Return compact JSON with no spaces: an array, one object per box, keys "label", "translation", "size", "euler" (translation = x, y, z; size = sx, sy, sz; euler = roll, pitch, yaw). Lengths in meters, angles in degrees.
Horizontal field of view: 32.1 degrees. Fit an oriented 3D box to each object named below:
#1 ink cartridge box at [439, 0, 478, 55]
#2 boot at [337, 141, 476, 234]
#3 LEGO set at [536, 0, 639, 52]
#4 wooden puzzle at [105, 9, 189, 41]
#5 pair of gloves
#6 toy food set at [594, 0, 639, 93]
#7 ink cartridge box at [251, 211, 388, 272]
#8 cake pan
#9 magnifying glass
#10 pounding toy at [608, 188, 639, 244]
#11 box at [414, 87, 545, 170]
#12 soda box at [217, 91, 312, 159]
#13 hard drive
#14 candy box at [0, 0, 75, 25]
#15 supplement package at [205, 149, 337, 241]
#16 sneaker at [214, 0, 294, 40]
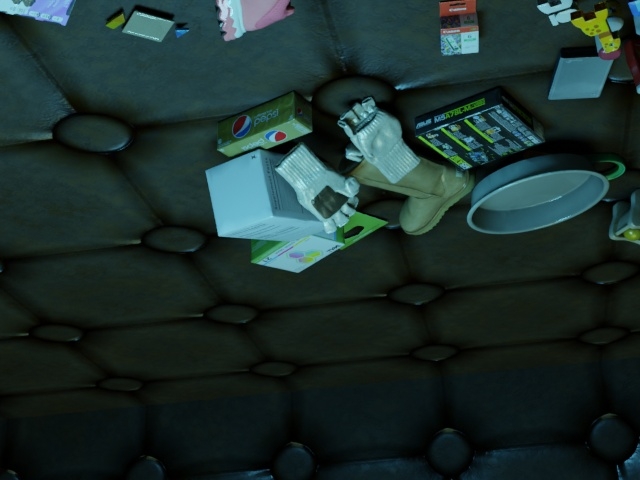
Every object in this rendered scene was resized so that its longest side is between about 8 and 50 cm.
[{"label":"ink cartridge box","translation":[0.226,-0.347,1.816],"size":[0.062,0.029,0.115],"euler":[-5,156,6]},{"label":"boot","translation":[0.146,-0.116,2.257],"size":[0.269,0.089,0.236],"euler":[12,139,-32]},{"label":"LEGO set","translation":[0.463,-0.353,1.737],"size":[0.227,0.087,0.093],"euler":[-13,141,25]},{"label":"wooden puzzle","translation":[-0.278,-0.346,1.788],"size":[0.116,0.014,0.078],"euler":[15,155,-33]},{"label":"pair of gloves","translation":[0.058,-0.140,2.078],"size":[0.240,0.042,0.204],"euler":[-36,130,2]},{"label":"toy food set","translation":[0.547,-0.309,1.840],"size":[0.232,0.105,0.111],"euler":[10,153,-25]},{"label":"ink cartridge box","translation":[0.000,0.000,2.475],"size":[0.255,0.097,0.189],"euler":[15,150,-32]},{"label":"cake pan","translation":[0.436,-0.096,2.264],"size":[0.293,0.054,0.293],"euler":[-10,159,-4]},{"label":"magnifying glass","translation":[0.518,-0.156,2.271],"size":[0.231,0.026,0.092],"euler":[8,153,-21]},{"label":"pounding toy","translation":[0.748,-0.003,2.474],"size":[0.269,0.154,0.155],"euler":[9,153,-23]},{"label":"box","translation":[0.304,-0.208,2.115],"size":[0.184,0.045,0.190],"euler":[-17,153,33]},{"label":"soda box","translation":[-0.103,-0.209,2.047],"size":[0.181,0.061,0.058],"euler":[-18,151,30]},{"label":"hard drive","translation":[0.458,-0.294,1.963],"size":[0.094,0.022,0.135],"euler":[-3,155,0]},{"label":"candy box","translation":[-0.441,-0.397,1.587],"size":[0.196,0.070,0.165],"euler":[8,153,-23]},{"label":"supplement package","translation":[-0.088,-0.083,2.163],"size":[0.133,0.139,0.244],"euler":[-18,167,31]},{"label":"sneaker","translation":[-0.095,-0.404,1.597],"size":[0.136,0.116,0.314],"euler":[-12,163,-4]}]
